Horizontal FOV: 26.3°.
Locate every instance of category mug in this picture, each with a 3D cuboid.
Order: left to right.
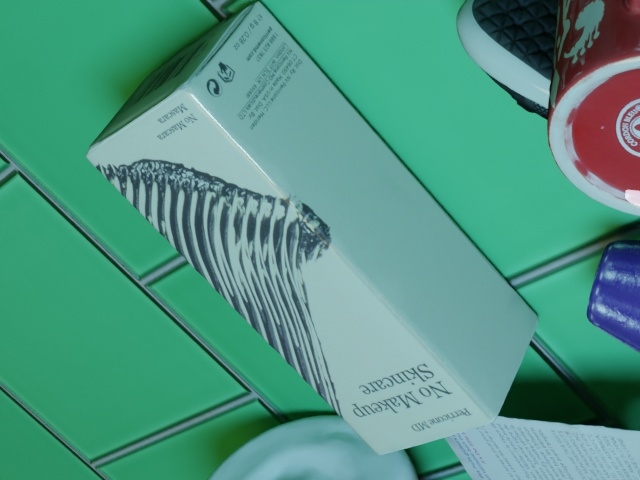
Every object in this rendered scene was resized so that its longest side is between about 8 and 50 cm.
[{"bbox_3d":[0.137,-0.111,0.559,0.113,0.169,0.150,-22,130,40],"label":"mug"}]

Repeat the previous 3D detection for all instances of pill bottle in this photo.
[{"bbox_3d":[0.035,0.300,1.042,0.176,0.176,0.318,-1,129,32],"label":"pill bottle"}]

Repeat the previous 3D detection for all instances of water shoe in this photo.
[{"bbox_3d":[0.153,-0.055,0.700,0.203,0.073,0.080,29,141,4],"label":"water shoe"}]

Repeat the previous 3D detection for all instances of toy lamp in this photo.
[{"bbox_3d":[0.282,0.058,0.731,0.275,0.080,0.080,15,136,17],"label":"toy lamp"}]

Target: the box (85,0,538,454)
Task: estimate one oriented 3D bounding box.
[{"bbox_3d":[0.000,0.000,0.828,0.275,0.094,0.113,46,137,-16],"label":"box"}]

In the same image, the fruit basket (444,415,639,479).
[{"bbox_3d":[0.275,0.214,0.860,0.353,0.165,0.327,5,138,51],"label":"fruit basket"}]
